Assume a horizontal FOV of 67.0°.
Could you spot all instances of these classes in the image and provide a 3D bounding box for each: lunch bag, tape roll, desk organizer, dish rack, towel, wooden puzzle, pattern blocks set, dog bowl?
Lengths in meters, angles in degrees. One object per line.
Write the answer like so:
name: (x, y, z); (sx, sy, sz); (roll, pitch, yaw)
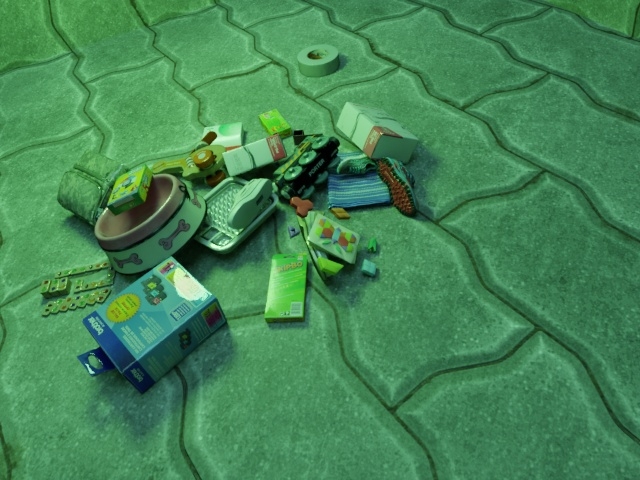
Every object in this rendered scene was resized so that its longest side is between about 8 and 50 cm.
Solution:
lunch bag: (-0.873, -0.187, 1.923); (0.305, 0.212, 0.256); (24, 73, 29)
tape roll: (-0.010, -0.946, 2.541); (0.219, 0.072, 0.219); (-5, 47, 5)
desk organizer: (-0.054, -0.455, 2.117); (0.130, 0.050, 0.047); (-2, 48, 8)
dish rack: (-0.344, -0.090, 1.823); (0.285, 0.072, 0.333); (25, 57, 29)
towel: (0.142, -0.249, 1.907); (0.243, 0.040, 0.336); (-6, 47, 4)
wooden puzzle: (-0.217, -0.289, 2.022); (0.116, 0.014, 0.079); (-26, 54, -13)
pattern blocks set: (0.046, -0.009, 1.604); (0.324, 0.026, 0.286); (17, 49, -18)
dog bowl: (-0.619, -0.076, 1.732); (0.407, 0.150, 0.408); (-18, 39, 16)

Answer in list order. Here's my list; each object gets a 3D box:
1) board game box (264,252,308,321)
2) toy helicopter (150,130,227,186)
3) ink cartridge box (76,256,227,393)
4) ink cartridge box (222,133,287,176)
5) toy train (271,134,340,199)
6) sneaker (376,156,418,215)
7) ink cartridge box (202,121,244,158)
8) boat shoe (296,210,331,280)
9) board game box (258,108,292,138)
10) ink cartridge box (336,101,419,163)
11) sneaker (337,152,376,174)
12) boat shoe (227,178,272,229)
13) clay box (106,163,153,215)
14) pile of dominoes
board game box: (-0.108, 0.150, 1.590); (0.124, 0.039, 0.260); (-3, 51, 6)
toy helicopter: (-0.557, -0.341, 2.052); (0.354, 0.140, 0.235); (-7, 51, 17)
ink cartridge box: (-0.528, 0.269, 1.482); (0.270, 0.151, 0.395); (33, 62, 33)
ink cartridge box: (-0.261, -0.345, 1.955); (0.237, 0.100, 0.172); (-19, 10, 2)
toy train: (-0.063, -0.289, 1.902); (0.190, 0.142, 0.334); (12, 56, 49)
sneaker: (0.316, -0.210, 1.793); (0.125, 0.104, 0.262); (-4, 59, -31)
ink cartridge box: (-0.441, -0.436, 2.168); (0.180, 0.056, 0.225); (-7, 46, 4)
boat shoe: (0.000, 0.000, 1.655); (0.103, 0.113, 0.302); (-17, 50, -4)
board game box: (-0.209, -0.530, 2.217); (0.092, 0.043, 0.181); (-25, 48, -12)
ink cartridge box: (0.226, -0.437, 1.953); (0.207, 0.117, 0.283); (0, 38, -35)
sneaker: (0.146, -0.290, 1.886); (0.166, 0.065, 0.076); (-23, 51, -13)
boat shoe: (-0.272, -0.140, 1.750); (0.088, 0.096, 0.268); (11, 49, 23)
clay box: (-0.679, -0.193, 1.734); (0.127, 0.053, 0.222); (-23, 40, 9)
pile of dominoes: (-0.858, 0.156, 1.711); (0.251, 0.040, 0.196); (-13, 47, -1)
